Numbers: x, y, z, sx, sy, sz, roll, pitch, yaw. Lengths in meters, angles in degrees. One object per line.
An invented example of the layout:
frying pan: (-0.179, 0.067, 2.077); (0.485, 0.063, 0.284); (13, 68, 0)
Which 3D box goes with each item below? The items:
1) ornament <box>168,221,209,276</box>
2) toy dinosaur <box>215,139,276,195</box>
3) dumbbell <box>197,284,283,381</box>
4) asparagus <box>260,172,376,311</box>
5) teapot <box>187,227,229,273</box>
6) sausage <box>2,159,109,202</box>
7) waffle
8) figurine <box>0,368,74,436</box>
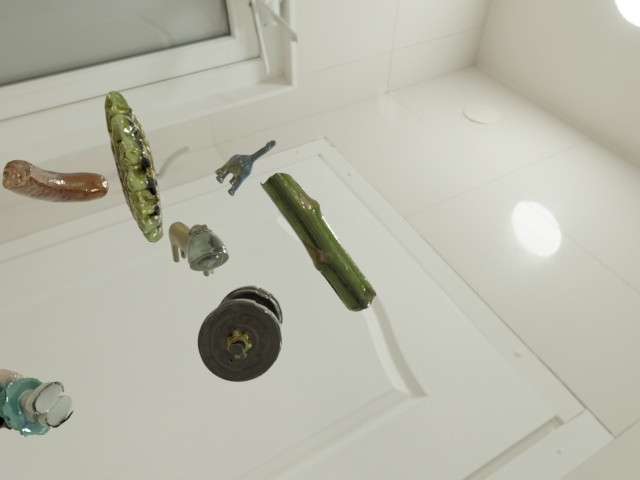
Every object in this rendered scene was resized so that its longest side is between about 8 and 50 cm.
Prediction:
ornament: (-0.423, 0.014, 1.527); (0.230, 0.061, 0.244); (32, -44, 30)
toy dinosaur: (-0.190, -0.215, 1.221); (0.075, 0.188, 0.247); (46, 8, -16)
dumbbell: (-0.184, 0.215, 1.129); (0.388, 0.185, 0.185); (-152, -139, -85)
asparagus: (-0.001, 0.001, 0.791); (0.277, 0.067, 0.060); (57, -9, -3)
teapot: (-0.313, 0.024, 1.294); (0.108, 0.111, 0.149); (68, 12, 22)
sausage: (-0.643, -0.136, 1.124); (0.302, 0.103, 0.076); (-4, 74, -80)
waffle: (-0.279, -0.101, 0.702); (0.208, 0.054, 0.214); (-22, -96, 68)
figurine: (-0.551, 0.295, 0.822); (0.246, 0.110, 0.137); (-4, -56, 25)
